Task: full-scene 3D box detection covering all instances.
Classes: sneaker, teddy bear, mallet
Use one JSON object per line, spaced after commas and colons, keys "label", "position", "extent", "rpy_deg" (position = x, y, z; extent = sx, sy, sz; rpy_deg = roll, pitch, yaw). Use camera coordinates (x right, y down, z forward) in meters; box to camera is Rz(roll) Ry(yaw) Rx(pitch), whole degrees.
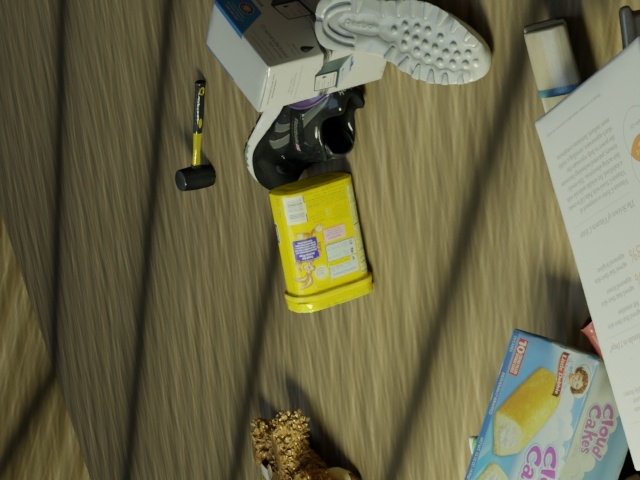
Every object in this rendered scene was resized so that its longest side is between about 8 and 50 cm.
{"label": "sneaker", "position": [0.109, -0.245, 1.831], "extent": [0.235, 0.095, 0.090], "rpy_deg": [24, 108, 31]}
{"label": "teddy bear", "position": [-0.023, 0.386, 2.501], "extent": [0.338, 0.113, 0.245], "rpy_deg": [152, 105, -71]}
{"label": "sneaker", "position": [-0.019, -0.136, 2.120], "extent": [0.124, 0.107, 0.283], "rpy_deg": [51, 148, 22]}
{"label": "mallet", "position": [-0.205, -0.164, 2.485], "extent": [0.039, 0.062, 0.190], "rpy_deg": [37, 138, 45]}

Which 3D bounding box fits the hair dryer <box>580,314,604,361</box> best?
{"label": "hair dryer", "position": [0.355, 0.171, 1.520], "extent": [0.080, 0.223, 0.293], "rpy_deg": [-48, 51, 17]}

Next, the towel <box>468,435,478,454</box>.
{"label": "towel", "position": [0.297, 0.370, 1.838], "extent": [0.325, 0.038, 0.248], "rpy_deg": [17, 124, 59]}

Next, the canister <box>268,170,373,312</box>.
{"label": "canister", "position": [0.000, 0.000, 2.148], "extent": [0.073, 0.126, 0.170], "rpy_deg": [15, 119, 59]}

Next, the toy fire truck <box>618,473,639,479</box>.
{"label": "toy fire truck", "position": [0.343, 0.295, 1.791], "extent": [0.135, 0.047, 0.192], "rpy_deg": [10, 117, 60]}

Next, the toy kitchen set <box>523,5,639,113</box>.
{"label": "toy kitchen set", "position": [0.297, -0.172, 1.547], "extent": [0.207, 0.166, 0.122], "rpy_deg": [-55, -49, -78]}

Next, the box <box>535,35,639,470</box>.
{"label": "box", "position": [0.349, 0.007, 1.372], "extent": [0.215, 0.168, 0.345], "rpy_deg": [138, 121, -66]}

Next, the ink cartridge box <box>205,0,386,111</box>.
{"label": "ink cartridge box", "position": [-0.026, -0.252, 1.949], "extent": [0.139, 0.190, 0.082], "rpy_deg": [53, 147, 30]}

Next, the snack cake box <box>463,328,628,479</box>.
{"label": "snack cake box", "position": [0.253, 0.248, 1.745], "extent": [0.152, 0.089, 0.264], "rpy_deg": [18, 90, 59]}
